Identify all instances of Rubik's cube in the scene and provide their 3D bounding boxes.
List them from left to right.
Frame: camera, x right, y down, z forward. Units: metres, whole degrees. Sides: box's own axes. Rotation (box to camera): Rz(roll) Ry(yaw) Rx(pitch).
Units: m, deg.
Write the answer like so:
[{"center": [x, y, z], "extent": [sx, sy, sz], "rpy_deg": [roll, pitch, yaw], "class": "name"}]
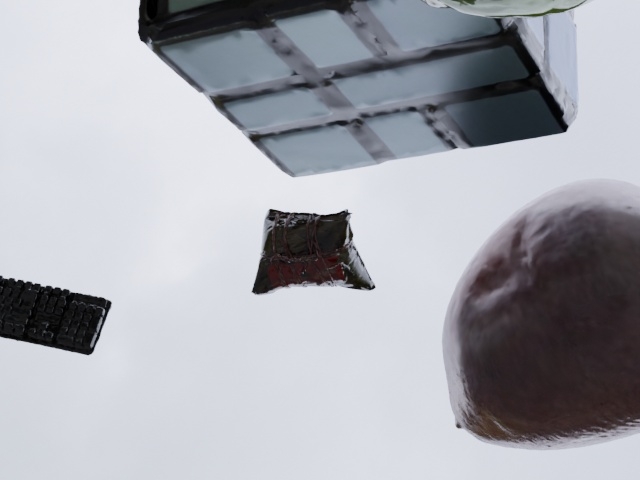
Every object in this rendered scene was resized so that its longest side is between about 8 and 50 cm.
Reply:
[{"center": [0.043, -0.245, 1.236], "extent": [0.294, 0.283, 0.288], "rpy_deg": [-8, -114, 26], "class": "Rubik's cube"}]

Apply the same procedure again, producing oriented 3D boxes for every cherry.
[{"center": [0.240, 0.070, 1.356], "extent": [0.307, 0.261, 0.221], "rpy_deg": [-35, -65, 5], "class": "cherry"}]

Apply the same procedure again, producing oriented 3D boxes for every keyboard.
[{"center": [-0.342, 0.070, 1.589], "extent": [0.231, 0.072, 0.023], "rpy_deg": [11, -34, 11], "class": "keyboard"}]

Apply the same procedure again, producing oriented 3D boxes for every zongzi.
[{"center": [0.000, 0.000, 0.974], "extent": [0.083, 0.067, 0.073], "rpy_deg": [11, -39, 2], "class": "zongzi"}]

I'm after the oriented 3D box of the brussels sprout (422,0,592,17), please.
[{"center": [0.067, -0.216, 0.565], "extent": [0.294, 0.227, 0.259], "rpy_deg": [-12, -54, 34], "class": "brussels sprout"}]
